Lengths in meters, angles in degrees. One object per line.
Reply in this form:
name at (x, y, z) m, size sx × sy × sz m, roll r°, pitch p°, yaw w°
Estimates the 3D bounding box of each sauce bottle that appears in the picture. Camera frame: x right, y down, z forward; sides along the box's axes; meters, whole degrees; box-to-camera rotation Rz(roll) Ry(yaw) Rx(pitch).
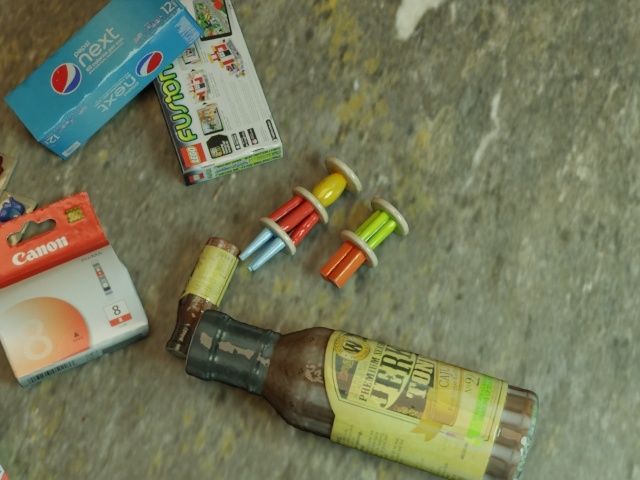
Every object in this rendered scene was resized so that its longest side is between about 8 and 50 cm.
sauce bottle at (-0.124, 0.060, 1.354) m, size 0.042 × 0.042 × 0.128 m, roll 22°, pitch 70°, yaw 7°
sauce bottle at (0.038, 0.151, 1.286) m, size 0.344 × 0.111 × 0.111 m, roll 16°, pitch 71°, yaw 5°

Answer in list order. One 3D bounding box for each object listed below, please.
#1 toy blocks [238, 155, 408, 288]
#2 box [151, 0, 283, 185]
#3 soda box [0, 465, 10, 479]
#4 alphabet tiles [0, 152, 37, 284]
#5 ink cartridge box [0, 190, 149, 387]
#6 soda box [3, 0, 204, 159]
toy blocks at (0.000, 0.000, 1.370) m, size 0.123 × 0.054 × 0.148 m, roll 43°, pitch 75°, yaw 14°
box at (-0.126, -0.172, 1.441) m, size 0.114 × 0.036 × 0.207 m, roll -17°, pitch 71°, yaw -6°
soda box at (-0.315, 0.276, 1.194) m, size 0.091 × 0.098 × 0.286 m, roll -27°, pitch 75°, yaw -34°
alphabet tiles at (-0.424, -0.002, 1.394) m, size 0.198 × 0.009 × 0.237 m, roll 18°, pitch 71°, yaw 6°
ink cartridge box at (-0.276, 0.043, 1.354) m, size 0.145 × 0.045 × 0.179 m, roll -23°, pitch 76°, yaw -12°
soda box at (-0.231, -0.188, 1.402) m, size 0.210 × 0.067 × 0.071 m, roll -42°, pitch 69°, yaw 1°
